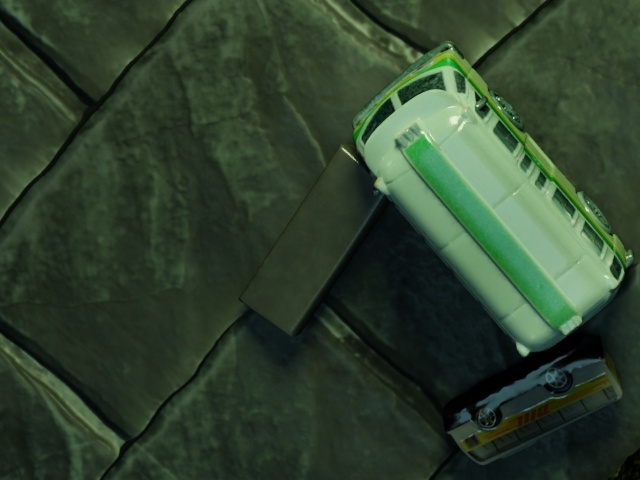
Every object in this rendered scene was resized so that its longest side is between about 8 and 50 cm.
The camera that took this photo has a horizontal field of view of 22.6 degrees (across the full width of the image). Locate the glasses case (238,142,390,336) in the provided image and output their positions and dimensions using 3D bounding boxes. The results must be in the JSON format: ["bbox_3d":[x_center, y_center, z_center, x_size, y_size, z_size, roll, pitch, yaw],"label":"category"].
[{"bbox_3d":[-0.001,0.001,1.556,0.072,0.042,0.190,36,108,6],"label":"glasses case"}]

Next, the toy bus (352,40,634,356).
[{"bbox_3d":[0.153,-0.034,1.455,0.134,0.164,0.276,-40,96,16],"label":"toy bus"}]

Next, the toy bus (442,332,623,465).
[{"bbox_3d":[0.206,0.155,1.555,0.172,0.057,0.072,-30,107,16],"label":"toy bus"}]

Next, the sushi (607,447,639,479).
[{"bbox_3d":[0.312,0.289,1.534,0.124,0.127,0.225,36,114,-1],"label":"sushi"}]
